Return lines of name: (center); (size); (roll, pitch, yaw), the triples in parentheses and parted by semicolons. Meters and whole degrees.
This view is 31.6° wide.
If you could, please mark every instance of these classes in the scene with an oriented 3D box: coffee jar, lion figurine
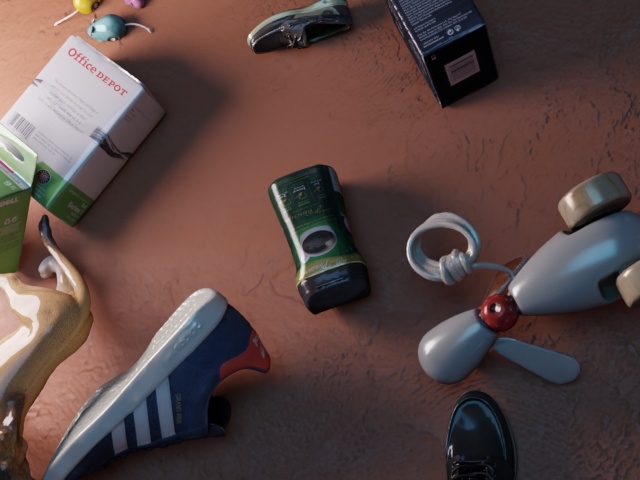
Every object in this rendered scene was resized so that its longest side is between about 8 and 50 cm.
coffee jar: (0.000, 0.000, 1.475); (0.096, 0.079, 0.184); (-19, 68, 6)
lion figurine: (-0.395, 0.170, 1.475); (0.240, 0.142, 0.392); (23, 87, 43)

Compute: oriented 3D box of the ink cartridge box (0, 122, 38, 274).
ink cartridge box: (-0.461, -0.055, 1.565); (0.109, 0.062, 0.209); (38, 129, 23)

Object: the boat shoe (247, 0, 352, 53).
boat shoe: (-0.029, -0.295, 1.591); (0.152, 0.056, 0.049); (-23, 63, 7)

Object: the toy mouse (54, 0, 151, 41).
toy mouse: (-0.309, -0.353, 1.700); (0.143, 0.031, 0.161); (39, 86, 23)

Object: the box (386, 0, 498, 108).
box: (0.152, -0.286, 1.483); (0.093, 0.156, 0.158); (-28, 67, 5)

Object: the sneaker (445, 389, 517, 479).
sneaker: (0.184, 0.277, 1.314); (0.083, 0.118, 0.222); (-6, 71, 14)

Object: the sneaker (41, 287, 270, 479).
sneaker: (-0.206, 0.227, 1.446); (0.148, 0.131, 0.350); (42, 106, -15)

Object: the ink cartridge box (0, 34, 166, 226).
ink cartridge box: (-0.352, -0.158, 1.616); (0.160, 0.092, 0.219); (38, 86, 23)

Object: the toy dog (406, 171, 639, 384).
toy dog: (0.283, 0.058, 1.365); (0.333, 0.161, 0.220); (-15, 72, 26)
